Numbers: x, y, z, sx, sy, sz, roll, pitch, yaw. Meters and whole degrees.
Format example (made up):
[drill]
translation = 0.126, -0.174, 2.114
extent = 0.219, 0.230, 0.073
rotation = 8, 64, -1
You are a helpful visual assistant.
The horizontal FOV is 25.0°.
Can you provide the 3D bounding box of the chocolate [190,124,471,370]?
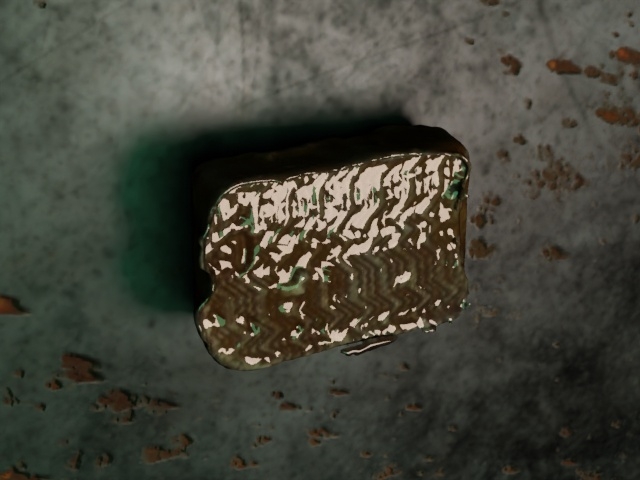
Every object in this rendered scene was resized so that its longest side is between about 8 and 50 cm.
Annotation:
[chocolate]
translation = 0.000, 0.000, 1.017
extent = 0.214, 0.093, 0.148
rotation = -9, 112, -21
